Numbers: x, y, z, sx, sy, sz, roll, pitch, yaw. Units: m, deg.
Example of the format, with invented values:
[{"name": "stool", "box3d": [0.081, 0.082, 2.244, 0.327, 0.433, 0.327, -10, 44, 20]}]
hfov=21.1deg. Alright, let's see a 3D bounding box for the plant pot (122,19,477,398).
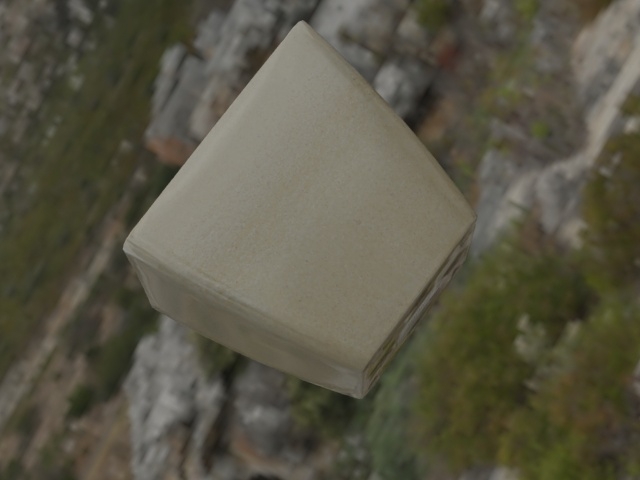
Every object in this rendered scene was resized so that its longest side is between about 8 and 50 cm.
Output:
[{"name": "plant pot", "box3d": [0.000, 0.000, 0.666, 0.109, 0.096, 0.109, -53, -10, -11]}]
